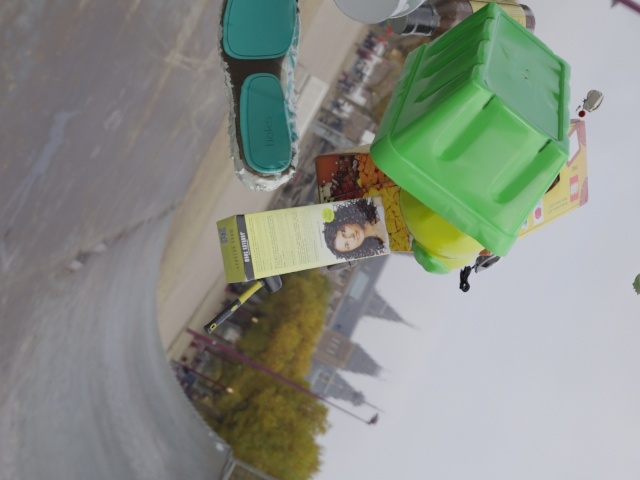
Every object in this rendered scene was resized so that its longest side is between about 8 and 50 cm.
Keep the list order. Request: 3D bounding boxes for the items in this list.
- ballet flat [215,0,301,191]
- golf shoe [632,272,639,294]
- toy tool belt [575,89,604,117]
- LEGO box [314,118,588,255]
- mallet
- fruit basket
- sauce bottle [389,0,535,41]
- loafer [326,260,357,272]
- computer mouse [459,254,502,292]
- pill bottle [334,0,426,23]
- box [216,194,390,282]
[{"bbox_3d":[-0.109,-0.272,1.317,0.147,0.147,0.409,127,-36,-73],"label":"ballet flat"},{"bbox_3d":[0.506,0.069,1.018,0.069,0.176,0.086,-49,155,-42],"label":"golf shoe"},{"bbox_3d":[0.727,-0.367,2.096,0.083,0.052,0.051,-57,166,19],"label":"toy tool belt"},{"bbox_3d":[0.288,-0.123,1.616,0.500,0.372,0.193,-20,107,-50],"label":"LEGO box"},{"bbox_3d":[-0.148,0.121,1.508,0.039,0.062,0.190,14,-126,48],"label":"mallet"},{"bbox_3d":[0.205,-0.121,1.187,0.392,0.283,0.392,-52,-170,13],"label":"fruit basket"},{"bbox_3d":[0.308,-0.475,1.690,0.111,0.344,0.111,11,-78,61],"label":"sauce bottle"},{"bbox_3d":[0.000,0.000,1.738,0.078,0.080,0.220,-29,-146,-10],"label":"loafer"},{"bbox_3d":[0.491,0.071,2.322,0.193,0.042,0.106,-44,-165,30],"label":"computer mouse"},{"bbox_3d":[0.137,-0.471,1.312,0.283,0.160,0.160,-45,170,-46],"label":"pill bottle"},{"bbox_3d":[-0.018,-0.004,1.032,0.058,0.232,0.087,-10,-89,57],"label":"box"}]
